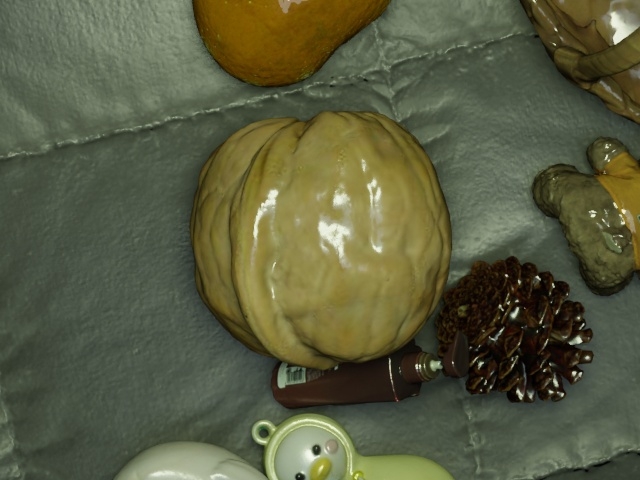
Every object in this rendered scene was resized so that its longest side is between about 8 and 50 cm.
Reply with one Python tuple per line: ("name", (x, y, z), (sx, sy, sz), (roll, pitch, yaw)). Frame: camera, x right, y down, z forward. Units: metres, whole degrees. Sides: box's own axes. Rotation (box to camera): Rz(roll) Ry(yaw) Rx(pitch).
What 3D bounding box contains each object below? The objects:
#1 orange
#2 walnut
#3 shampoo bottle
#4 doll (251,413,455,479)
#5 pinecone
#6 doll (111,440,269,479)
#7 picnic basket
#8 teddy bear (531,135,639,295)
("orange", (-0.032, -0.276, 1.674), (0.237, 0.158, 0.179), (-40, 82, 5))
("walnut", (0.000, 0.000, 1.662), (0.296, 0.285, 0.285), (3, 102, 39))
("shampoo bottle", (0.056, 0.143, 1.732), (0.236, 0.067, 0.068), (-10, 84, 37))
("doll", (0.051, 0.286, 1.787), (0.296, 0.117, 0.141), (29, 95, -7))
("pinecone", (0.222, 0.107, 1.752), (0.165, 0.163, 0.163), (28, 97, -25))
("doll", (-0.139, 0.348, 1.732), (0.221, 0.221, 0.251), (-31, 100, 3))
("picnic basket", (0.357, -0.269, 1.614), (0.337, 0.337, 0.293), (44, 95, -8))
("teddy bear", (0.352, -0.036, 1.746), (0.190, 0.140, 0.177), (-29, 96, -6))
